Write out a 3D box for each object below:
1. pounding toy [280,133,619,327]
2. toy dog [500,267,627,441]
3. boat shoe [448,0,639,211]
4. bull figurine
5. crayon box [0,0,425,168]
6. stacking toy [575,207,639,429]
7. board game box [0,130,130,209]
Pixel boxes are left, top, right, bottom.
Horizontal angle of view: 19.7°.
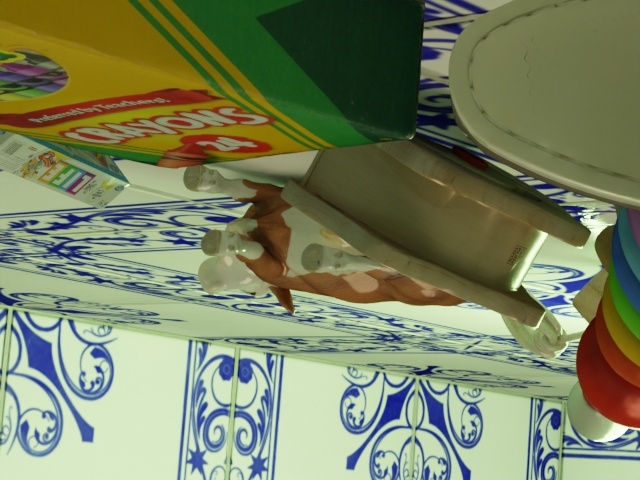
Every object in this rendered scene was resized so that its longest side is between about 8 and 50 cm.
[{"bbox_3d":[0.115,-0.044,1.265,0.269,0.155,0.154,22,-169,-36],"label":"pounding toy"},{"bbox_3d":[0.334,0.097,1.837,0.161,0.220,0.333,-33,-174,-14],"label":"toy dog"},{"bbox_3d":[0.216,-0.064,0.930,0.324,0.117,0.097,0,170,-9],"label":"boat shoe"},{"bbox_3d":[0.000,0.000,1.507,0.310,0.101,0.188,-1,168,36],"label":"bull figurine"},{"bbox_3d":[-0.129,-0.107,0.918,0.318,0.081,0.202,13,169,-41],"label":"crayon box"},{"bbox_3d":[0.223,0.030,1.134,0.141,0.141,0.330,5,152,-5],"label":"stacking toy"},{"bbox_3d":[-0.182,-0.077,1.104,0.026,0.103,0.154,-40,160,9],"label":"board game box"}]
